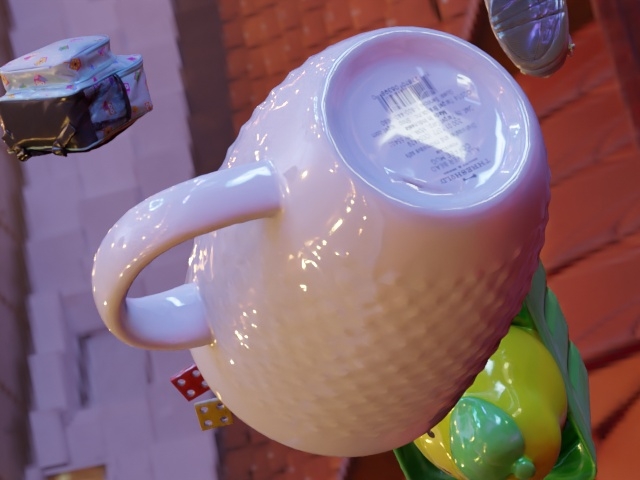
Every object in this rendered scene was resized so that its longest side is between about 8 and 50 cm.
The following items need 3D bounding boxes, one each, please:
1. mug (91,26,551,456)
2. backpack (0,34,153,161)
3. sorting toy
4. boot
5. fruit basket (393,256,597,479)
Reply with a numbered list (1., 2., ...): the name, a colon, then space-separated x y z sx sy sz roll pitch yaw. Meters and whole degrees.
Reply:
1. mug: 0.000 0.000 1.178 0.328 0.374 0.276 113 140 -58
2. backpack: -0.316 -0.192 1.919 0.188 0.166 0.144 -26 -72 -54
3. sorting toy: -0.076 0.157 2.020 0.132 0.275 0.046 50 -168 -30
4. boot: 0.218 -0.215 1.496 0.165 0.077 0.213 55 -164 -51
5. fruit basket: 0.158 0.155 1.636 0.392 0.283 0.392 27 -122 -53
